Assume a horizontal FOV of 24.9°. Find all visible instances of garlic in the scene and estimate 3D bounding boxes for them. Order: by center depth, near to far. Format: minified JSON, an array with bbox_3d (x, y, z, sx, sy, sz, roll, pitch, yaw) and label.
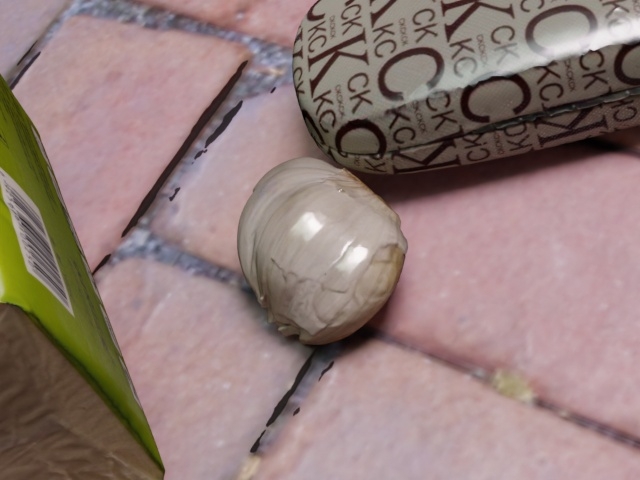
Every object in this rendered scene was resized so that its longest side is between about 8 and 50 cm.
[{"bbox_3d":[-0.004,0.001,0.781,0.094,0.074,0.113,-41,44,-3],"label":"garlic"}]

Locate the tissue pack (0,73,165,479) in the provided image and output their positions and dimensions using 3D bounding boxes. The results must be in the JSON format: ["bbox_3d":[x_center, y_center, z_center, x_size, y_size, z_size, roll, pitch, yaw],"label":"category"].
[{"bbox_3d":[-0.219,0.016,0.769,0.167,0.200,0.275,-28,51,-2],"label":"tissue pack"}]

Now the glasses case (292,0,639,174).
[{"bbox_3d":[0.157,-0.126,0.803,0.354,0.085,0.137,-14,47,10],"label":"glasses case"}]
